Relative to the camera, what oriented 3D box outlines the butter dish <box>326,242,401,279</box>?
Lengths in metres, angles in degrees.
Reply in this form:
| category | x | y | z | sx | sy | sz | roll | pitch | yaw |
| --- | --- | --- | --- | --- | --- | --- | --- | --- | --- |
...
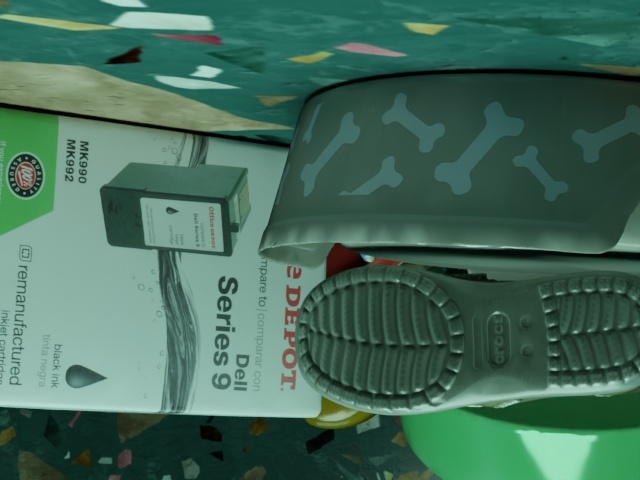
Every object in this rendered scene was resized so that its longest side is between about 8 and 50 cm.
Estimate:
| category | x | y | z | sx | sy | sz | roll | pitch | yaw |
| --- | --- | --- | --- | --- | --- | --- | --- | --- | --- |
| butter dish | 0.000 | 0.000 | 1.338 | 0.160 | 0.118 | 0.160 | -36 | 179 | -9 |

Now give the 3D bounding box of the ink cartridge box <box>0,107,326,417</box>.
| category | x | y | z | sx | sy | sz | roll | pitch | yaw |
| --- | --- | --- | --- | --- | --- | --- | --- | --- | --- |
| ink cartridge box | -0.144 | 0.023 | 1.123 | 0.289 | 0.211 | 0.121 | 5 | 173 | -27 |

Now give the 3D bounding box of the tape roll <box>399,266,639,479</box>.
| category | x | y | z | sx | sy | sz | roll | pitch | yaw |
| --- | --- | --- | --- | --- | --- | --- | --- | --- | --- |
| tape roll | 0.215 | 0.084 | 1.133 | 0.321 | 0.077 | 0.321 | -9 | -155 | 4 |

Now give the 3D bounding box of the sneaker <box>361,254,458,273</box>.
| category | x | y | z | sx | sy | sz | roll | pitch | yaw |
| --- | --- | --- | --- | --- | --- | --- | --- | --- | --- |
| sneaker | 0.141 | -0.013 | 1.202 | 0.237 | 0.086 | 0.085 | 2 | 173 | 1 |

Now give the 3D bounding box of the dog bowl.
| category | x | y | z | sx | sy | sz | roll | pitch | yaw |
| --- | --- | --- | --- | --- | --- | --- | --- | --- | --- |
| dog bowl | 0.136 | -0.027 | 0.952 | 0.349 | 0.102 | 0.349 | 3 | 174 | 0 |

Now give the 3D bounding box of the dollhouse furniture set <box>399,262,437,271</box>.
| category | x | y | z | sx | sy | sz | roll | pitch | yaw |
| --- | --- | --- | --- | --- | --- | --- | --- | --- | --- |
| dollhouse furniture set | 0.041 | 0.045 | 1.597 | 0.151 | 0.144 | 0.123 | -34 | -168 | -23 |

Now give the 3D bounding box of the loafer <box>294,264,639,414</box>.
| category | x | y | z | sx | sy | sz | roll | pitch | yaw |
| --- | --- | --- | --- | --- | --- | --- | --- | --- | --- |
| loafer | 0.100 | 0.066 | 0.920 | 0.251 | 0.094 | 0.087 | 1 | 170 | 31 |

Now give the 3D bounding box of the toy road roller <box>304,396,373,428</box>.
| category | x | y | z | sx | sy | sz | roll | pitch | yaw |
| --- | --- | --- | --- | --- | --- | --- | --- | --- | --- |
| toy road roller | 0.089 | 0.131 | 1.968 | 0.329 | 0.240 | 0.202 | 3 | 175 | 7 |
